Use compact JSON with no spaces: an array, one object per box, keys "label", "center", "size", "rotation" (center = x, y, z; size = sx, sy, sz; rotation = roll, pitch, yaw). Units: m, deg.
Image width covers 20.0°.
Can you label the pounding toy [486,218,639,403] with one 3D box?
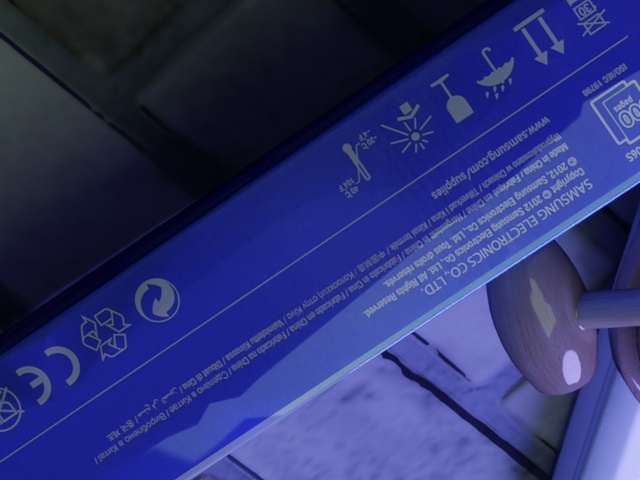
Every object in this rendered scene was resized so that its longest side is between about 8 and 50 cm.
[{"label":"pounding toy","center":[0.205,0.040,0.705],"size":[0.270,0.155,0.154],"rotation":[-14,119,-3]}]

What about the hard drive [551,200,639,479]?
[{"label":"hard drive","center":[0.225,0.055,0.838],"size":[0.203,0.040,0.307],"rotation":[4,121,-15]}]

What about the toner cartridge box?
[{"label":"toner cartridge box","center":[0.000,0.000,0.671],"size":[0.348,0.165,0.075],"rotation":[-34,94,10]}]
